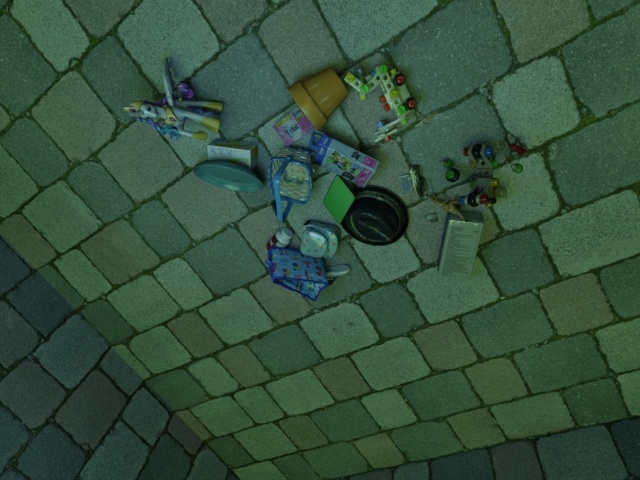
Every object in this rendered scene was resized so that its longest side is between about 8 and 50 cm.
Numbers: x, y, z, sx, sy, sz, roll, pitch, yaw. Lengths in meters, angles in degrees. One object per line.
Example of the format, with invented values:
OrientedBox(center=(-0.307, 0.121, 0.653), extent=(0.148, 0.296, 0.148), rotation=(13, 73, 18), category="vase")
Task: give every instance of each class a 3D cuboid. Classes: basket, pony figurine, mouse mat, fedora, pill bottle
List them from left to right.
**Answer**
OrientedBox(center=(-0.602, -0.559, 1.805), extent=(0.362, 0.351, 0.303), rotation=(11, 126, -16), category="pony figurine")
OrientedBox(center=(-0.206, 0.006, 2.152), extent=(0.086, 0.086, 0.152), rotation=(39, 119, -11), category="pill bottle")
OrientedBox(center=(-0.135, -0.254, 1.852), extent=(0.200, 0.289, 0.255), rotation=(16, 141, 12), category="basket")
OrientedBox(center=(0.082, -0.185, 1.955), extent=(0.153, 0.007, 0.190), rotation=(55, 139, 23), category="mouse mat")
OrientedBox(center=(0.237, -0.082, 1.969), extent=(0.333, 0.153, 0.335), rotation=(5, 120, 9), category="fedora")

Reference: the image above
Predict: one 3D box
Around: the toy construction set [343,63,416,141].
OrientedBox(center=(0.247, -0.551, 1.703), extent=(0.214, 0.151, 0.328), rotation=(-30, 119, -1), category="toy construction set")

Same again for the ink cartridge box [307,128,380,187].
OrientedBox(center=(0.084, -0.348, 1.848), extent=(0.310, 0.065, 0.186), rotation=(28, 162, -2), category="ink cartridge box")

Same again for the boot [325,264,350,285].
OrientedBox(center=(0.072, 0.181, 2.209), extent=(0.189, 0.069, 0.086), rotation=(-8, 124, 25), category="boot")

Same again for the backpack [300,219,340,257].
OrientedBox(center=(0.000, 0.000, 2.074), extent=(0.188, 0.144, 0.166), rotation=(9, 115, 3), category="backpack")

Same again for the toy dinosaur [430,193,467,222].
OrientedBox(center=(0.581, -0.138, 1.882), extent=(0.211, 0.112, 0.064), rotation=(37, 149, 31), category="toy dinosaur")

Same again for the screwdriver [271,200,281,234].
OrientedBox(center=(-0.213, -0.110, 2.092), extent=(0.024, 0.025, 0.170), rotation=(-13, 97, -24), category="screwdriver")

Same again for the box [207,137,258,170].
OrientedBox(center=(-0.397, -0.389, 1.954), extent=(0.202, 0.114, 0.103), rotation=(8, 121, 6), category="box")

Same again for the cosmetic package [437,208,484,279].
OrientedBox(center=(0.631, 0.016, 1.954), extent=(0.153, 0.129, 0.297), rotation=(9, 121, 9), category="cosmetic package")

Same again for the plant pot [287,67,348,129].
OrientedBox(center=(0.003, -0.583, 1.724), extent=(0.187, 0.205, 0.205), rotation=(-36, 107, 11), category="plant pot")

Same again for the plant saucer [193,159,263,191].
OrientedBox(center=(-0.411, -0.294, 1.946), extent=(0.316, 0.317, 0.044), rotation=(9, 79, 7), category="plant saucer")

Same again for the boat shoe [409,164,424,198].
OrientedBox(center=(0.429, -0.257, 1.885), extent=(0.049, 0.056, 0.152), rotation=(-13, 115, 24), category="boat shoe")

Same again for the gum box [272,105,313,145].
OrientedBox(center=(-0.120, -0.482, 1.823), extent=(0.107, 0.062, 0.188), rotation=(51, 154, -15), category="gum box")

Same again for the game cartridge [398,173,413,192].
OrientedBox(center=(0.385, -0.255, 1.919), extent=(0.055, 0.017, 0.084), rotation=(-9, 117, 20), category="game cartridge")

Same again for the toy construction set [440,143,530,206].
OrientedBox(center=(0.706, -0.269, 1.751), extent=(0.237, 0.258, 0.308), rotation=(6, 154, -42), category="toy construction set")

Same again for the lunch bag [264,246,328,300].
OrientedBox(center=(-0.130, 0.139, 2.077), extent=(0.292, 0.221, 0.138), rotation=(20, 124, -26), category="lunch bag")
